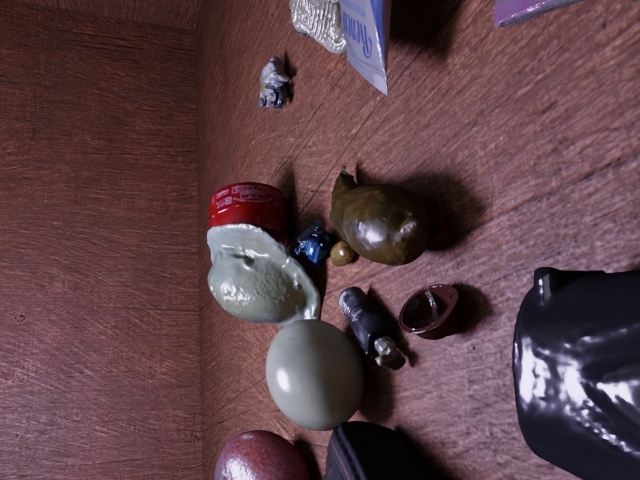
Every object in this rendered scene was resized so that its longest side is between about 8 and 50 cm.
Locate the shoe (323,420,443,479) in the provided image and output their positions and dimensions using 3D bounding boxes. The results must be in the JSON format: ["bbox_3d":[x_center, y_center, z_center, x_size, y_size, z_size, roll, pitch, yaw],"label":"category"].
[{"bbox_3d":[0.096,0.443,0.789,0.384,0.171,0.237,-155,75,-69],"label":"shoe"}]

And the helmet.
[{"bbox_3d":[0.168,0.114,0.792,0.089,0.057,0.111,-49,18,-18],"label":"helmet"}]

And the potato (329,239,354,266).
[{"bbox_3d":[0.047,0.027,1.144,0.083,0.040,0.051,147,110,-66],"label":"potato"}]

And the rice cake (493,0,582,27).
[{"bbox_3d":[0.263,-0.277,0.613,0.206,0.036,0.047,-154,78,-67],"label":"rice cake"}]

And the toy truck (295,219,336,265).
[{"bbox_3d":[0.000,0.000,1.252,0.136,0.074,0.063,-43,-27,-58],"label":"toy truck"}]

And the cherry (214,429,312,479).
[{"bbox_3d":[-0.134,0.592,1.328,0.307,0.221,0.261,-9,88,55],"label":"cherry"}]

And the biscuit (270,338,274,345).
[{"bbox_3d":[-0.090,0.332,1.461,0.188,0.052,0.056,-123,24,-57],"label":"biscuit"}]

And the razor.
[{"bbox_3d":[0.289,0.115,0.402,0.349,0.113,0.205,175,98,-71],"label":"razor"}]

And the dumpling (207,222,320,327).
[{"bbox_3d":[-0.152,0.101,1.362,0.270,0.320,0.212,107,175,-75],"label":"dumpling"}]

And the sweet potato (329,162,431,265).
[{"bbox_3d":[0.084,-0.047,0.956,0.423,0.130,0.131,-129,45,-71],"label":"sweet potato"}]

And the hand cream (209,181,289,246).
[{"bbox_3d":[-0.199,-0.053,1.543,0.230,0.230,0.149,132,135,-59],"label":"hand cream"}]

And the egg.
[{"bbox_3d":[-0.010,0.256,1.067,0.253,0.186,0.187,-126,43,-61],"label":"egg"}]

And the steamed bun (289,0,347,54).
[{"bbox_3d":[0.040,-0.491,1.079,0.218,0.144,0.211,37,136,28],"label":"steamed bun"}]

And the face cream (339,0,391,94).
[{"bbox_3d":[0.070,-0.460,0.842,0.235,0.137,0.420,-116,18,-57],"label":"face cream"}]

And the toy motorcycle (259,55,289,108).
[{"bbox_3d":[-0.137,-0.463,1.627,0.229,0.074,0.151,-133,52,-65],"label":"toy motorcycle"}]

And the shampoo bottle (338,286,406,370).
[{"bbox_3d":[0.090,0.157,0.988,0.208,0.063,0.057,-127,32,-58],"label":"shampoo bottle"}]
